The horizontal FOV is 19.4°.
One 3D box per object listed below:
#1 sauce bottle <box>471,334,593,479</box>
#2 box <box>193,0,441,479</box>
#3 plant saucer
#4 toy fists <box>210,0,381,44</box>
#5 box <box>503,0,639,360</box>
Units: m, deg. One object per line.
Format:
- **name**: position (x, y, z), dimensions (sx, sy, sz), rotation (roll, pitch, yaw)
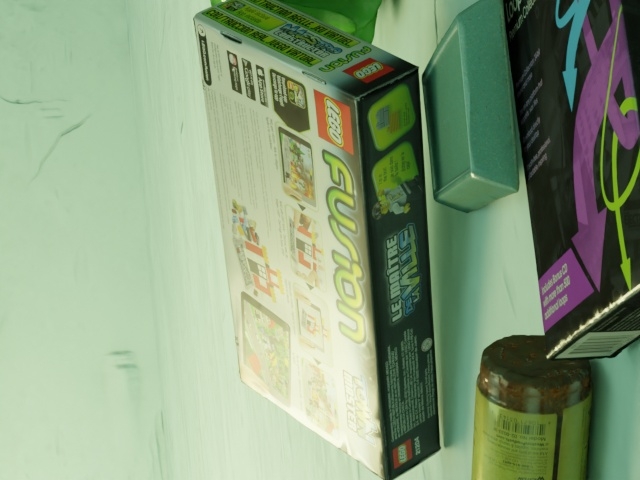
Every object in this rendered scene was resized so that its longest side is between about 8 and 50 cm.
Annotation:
- **sauce bottle**: position (0.072, 0.097, 0.664), dimensions (0.042, 0.042, 0.128), rotation (-113, 24, -63)
- **box**: position (0.000, 0.000, 0.852), dimensions (0.114, 0.036, 0.207), rotation (30, 137, 41)
- **plant saucer**: position (0.054, -0.046, 0.705), dimensions (0.192, 0.018, 0.067), rotation (79, -174, -89)
- **toy fists**: position (-0.007, -0.170, 0.873), dimensions (0.279, 0.096, 0.142), rotation (130, 134, -74)
- **box**: position (0.085, -0.054, 0.570), dimensions (0.116, 0.029, 0.162), rotation (118, 148, -72)
